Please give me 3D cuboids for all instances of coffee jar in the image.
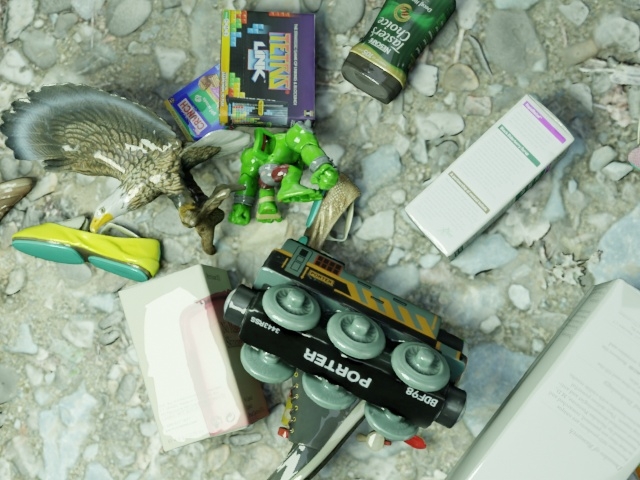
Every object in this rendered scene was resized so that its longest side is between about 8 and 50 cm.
[{"bbox_3d":[0.112,-0.296,1.261,0.096,0.079,0.184,33,91,10],"label":"coffee jar"}]

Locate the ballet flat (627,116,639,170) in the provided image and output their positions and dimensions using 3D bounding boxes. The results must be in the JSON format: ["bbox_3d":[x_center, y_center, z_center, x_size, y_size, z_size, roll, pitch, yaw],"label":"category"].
[{"bbox_3d":[0.495,-0.195,1.200,0.079,0.077,0.221,28,90,30],"label":"ballet flat"}]

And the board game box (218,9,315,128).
[{"bbox_3d":[-0.078,-0.253,1.276,0.141,0.048,0.170,1,77,-4],"label":"board game box"}]

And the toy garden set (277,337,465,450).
[{"bbox_3d":[0.062,0.207,1.238,0.244,0.049,0.204,15,85,9],"label":"toy garden set"}]

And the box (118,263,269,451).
[{"bbox_3d":[-0.175,0.163,1.226,0.127,0.148,0.232,-18,82,6],"label":"box"}]

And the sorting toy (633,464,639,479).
[{"bbox_3d":[0.448,0.280,1.177,0.083,0.045,0.075,-40,61,3],"label":"sorting toy"}]

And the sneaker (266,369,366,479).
[{"bbox_3d":[-0.025,0.250,1.185,0.118,0.083,0.222,41,80,15],"label":"sneaker"}]

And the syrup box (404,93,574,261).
[{"bbox_3d":[0.236,-0.085,1.213,0.237,0.093,0.096,-42,80,3],"label":"syrup box"}]

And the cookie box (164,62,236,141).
[{"bbox_3d":[-0.169,-0.202,1.315,0.107,0.040,0.092,-34,82,5],"label":"cookie box"}]

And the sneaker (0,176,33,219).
[{"bbox_3d":[-0.525,-0.041,1.353,0.188,0.066,0.071,-21,98,12],"label":"sneaker"}]

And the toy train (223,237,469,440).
[{"bbox_3d":[0.043,0.124,1.128,0.334,0.190,0.142,24,124,3],"label":"toy train"}]

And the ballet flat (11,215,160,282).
[{"bbox_3d":[-0.352,0.004,1.316,0.231,0.077,0.077,13,65,7],"label":"ballet flat"}]

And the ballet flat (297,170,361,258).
[{"bbox_3d":[0.000,0.000,1.258,0.067,0.073,0.206,26,93,-12],"label":"ballet flat"}]

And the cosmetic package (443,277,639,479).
[{"bbox_3d":[0.313,0.246,1.110,0.156,0.217,0.385,36,92,11],"label":"cosmetic package"}]

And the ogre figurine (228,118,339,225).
[{"bbox_3d":[-0.058,-0.101,1.252,0.097,0.197,0.118,6,68,-29],"label":"ogre figurine"}]

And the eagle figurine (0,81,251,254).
[{"bbox_3d":[-0.270,-0.108,1.212,0.298,0.225,0.226,37,128,9],"label":"eagle figurine"}]
